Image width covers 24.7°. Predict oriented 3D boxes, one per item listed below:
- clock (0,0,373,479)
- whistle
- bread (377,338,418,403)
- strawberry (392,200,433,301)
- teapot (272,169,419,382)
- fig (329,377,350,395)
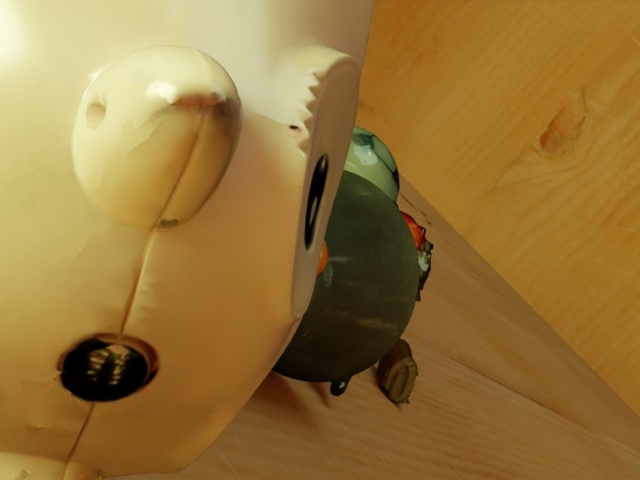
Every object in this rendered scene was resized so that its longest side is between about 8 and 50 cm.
[{"bbox_3d":[-0.126,-0.079,0.670,0.251,0.368,0.376,11,38,-19],"label":"clock"},{"bbox_3d":[-0.004,-0.093,1.813,0.290,0.163,0.163,40,9,-12],"label":"whistle"},{"bbox_3d":[0.077,0.129,1.456,0.036,0.047,0.083,11,10,-4],"label":"bread"},{"bbox_3d":[0.000,0.000,1.538,0.236,0.111,0.190,40,27,22],"label":"strawberry"},{"bbox_3d":[-0.039,0.007,1.083,0.225,0.171,0.203,7,66,-66],"label":"teapot"},{"bbox_3d":[0.008,0.063,1.282,0.117,0.117,0.177,32,36,-52],"label":"fig"}]
